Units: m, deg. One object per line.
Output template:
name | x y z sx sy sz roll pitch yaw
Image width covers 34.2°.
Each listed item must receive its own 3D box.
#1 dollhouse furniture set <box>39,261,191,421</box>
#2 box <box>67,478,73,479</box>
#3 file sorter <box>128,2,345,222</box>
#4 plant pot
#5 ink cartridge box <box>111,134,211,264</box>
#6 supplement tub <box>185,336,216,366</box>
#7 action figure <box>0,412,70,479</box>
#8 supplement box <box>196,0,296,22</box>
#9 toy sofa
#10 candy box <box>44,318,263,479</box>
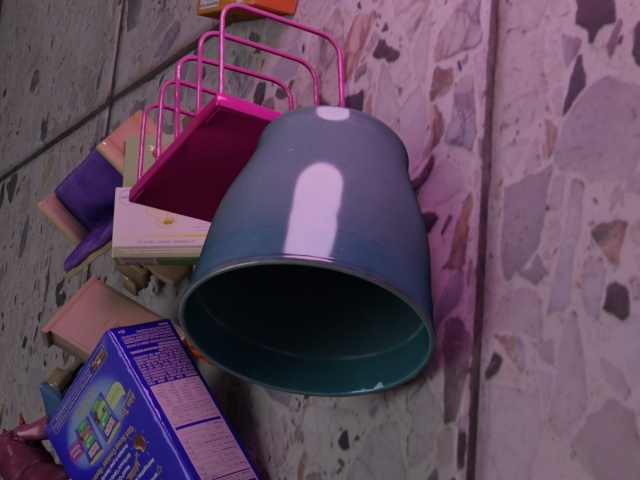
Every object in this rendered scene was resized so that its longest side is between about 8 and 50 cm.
dollhouse furniture set | -0.318 0.202 1.810 0.286 0.198 0.303 -52 -16 -34
box | -0.439 0.456 1.578 0.087 0.169 0.290 62 158 12
file sorter | -0.116 -0.167 1.464 0.291 0.202 0.182 -36 47 50
plant pot | 0.000 0.000 1.167 0.272 0.272 0.255 -42 31 47
ink cartridge box | -0.243 -0.076 1.683 0.056 0.171 0.235 90 180 -71
supplement tub | -0.109 0.083 1.447 0.190 0.117 0.117 -56 37 35
action figure | -0.537 0.454 1.928 0.370 0.276 0.248 36 118 45
supplement box | -0.119 -0.397 1.668 0.233 0.078 0.080 18 99 61
toy sofa | -0.396 -0.077 1.892 0.177 0.150 0.363 -48 12 -33
candy box | -0.239 0.318 1.488 0.317 0.122 0.268 57 130 24
